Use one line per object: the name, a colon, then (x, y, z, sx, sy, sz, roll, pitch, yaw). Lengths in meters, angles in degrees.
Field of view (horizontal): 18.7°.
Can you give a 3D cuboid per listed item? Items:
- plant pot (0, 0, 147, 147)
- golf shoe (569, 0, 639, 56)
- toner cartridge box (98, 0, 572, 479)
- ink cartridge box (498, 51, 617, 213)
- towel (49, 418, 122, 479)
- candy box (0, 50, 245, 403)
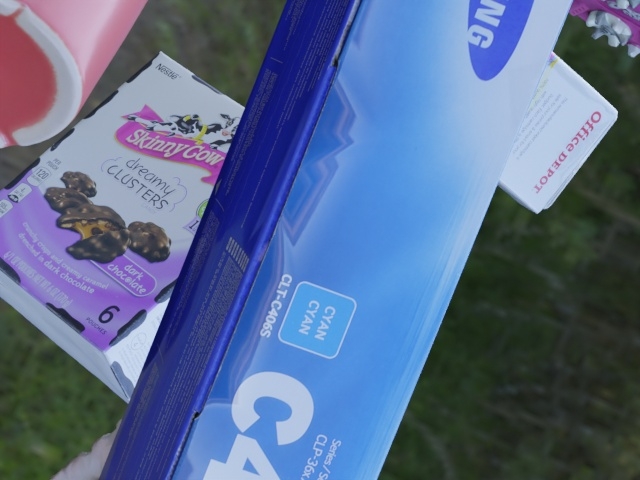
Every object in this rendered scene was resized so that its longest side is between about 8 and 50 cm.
plant pot: (-0.249, -0.222, 1.519, 0.275, 0.275, 0.243, 102, 0, -54)
golf shoe: (0.124, -0.217, 1.049, 0.140, 0.306, 0.115, -56, 180, -10)
toner cartridge box: (0.000, 0.000, 0.750, 0.165, 0.075, 0.347, -136, -113, -76)
ink cartridge box: (0.123, -0.090, 1.287, 0.088, 0.122, 0.052, -51, -160, 0)
towel: (-0.085, 0.248, 0.950, 0.332, 0.053, 0.317, -39, -130, 35)
candy box: (-0.116, -0.013, 1.302, 0.196, 0.165, 0.070, -43, 145, -18)
